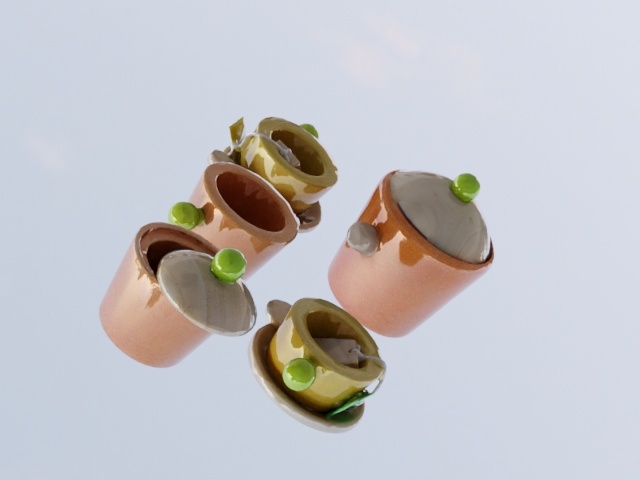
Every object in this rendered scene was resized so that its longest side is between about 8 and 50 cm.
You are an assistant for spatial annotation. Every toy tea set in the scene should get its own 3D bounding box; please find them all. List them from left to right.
[{"bbox_3d":[0.000,0.000,1.083,0.200,0.124,0.336,40,-153,0],"label":"toy tea set"}]
